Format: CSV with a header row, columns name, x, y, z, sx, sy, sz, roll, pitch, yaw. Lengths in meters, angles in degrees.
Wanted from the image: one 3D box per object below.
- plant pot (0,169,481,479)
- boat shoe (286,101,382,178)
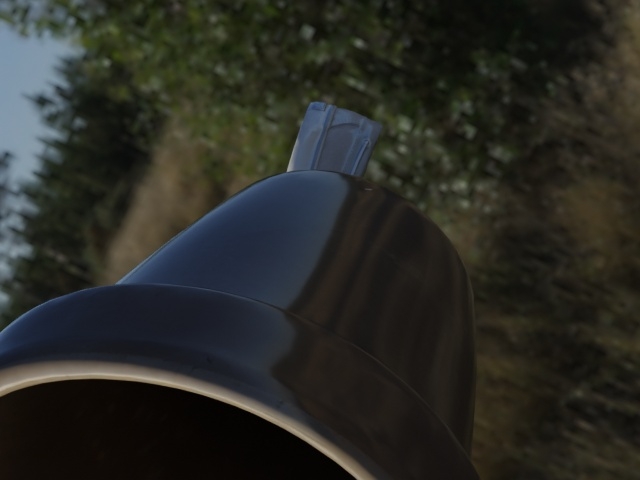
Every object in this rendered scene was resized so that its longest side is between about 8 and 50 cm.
name,x,y,z,sx,sy,sz,roll,pitch,yaw
plant pot,-0.026,0.088,0.842,0.263,0.263,0.229,-57,3,40
boat shoe,0.000,0.000,1.190,0.066,0.063,0.184,-43,-33,-84
